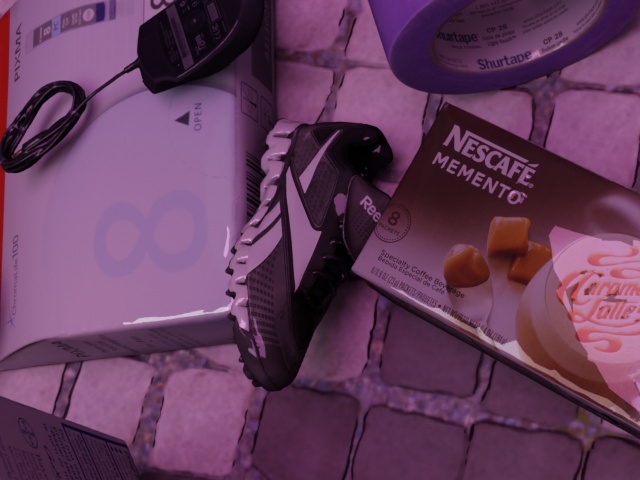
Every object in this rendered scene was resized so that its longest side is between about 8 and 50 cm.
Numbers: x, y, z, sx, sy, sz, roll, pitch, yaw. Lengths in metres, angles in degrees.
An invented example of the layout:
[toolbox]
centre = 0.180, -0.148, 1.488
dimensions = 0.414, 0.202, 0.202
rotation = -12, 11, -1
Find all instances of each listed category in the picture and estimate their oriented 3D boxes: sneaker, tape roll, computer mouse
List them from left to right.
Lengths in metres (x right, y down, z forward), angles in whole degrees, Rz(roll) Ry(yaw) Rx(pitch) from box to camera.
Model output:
[computer mouse]
centre = -0.138, -0.116, 1.408
dimensions = 0.242, 0.041, 0.071
rotation = -29, 56, 19
[sneaker]
centre = 0.000, 0.000, 1.351
dimensions = 0.106, 0.078, 0.234
rotation = -8, 48, 24
[tape roll]
centre = 0.127, -0.182, 1.329
dimensions = 0.189, 0.189, 0.080
rotation = -23, 68, 14

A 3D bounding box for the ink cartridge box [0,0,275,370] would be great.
[ink cartridge box]
centre = -0.223, -0.059, 1.487
dimensions = 0.385, 0.091, 0.308
rotation = -8, 71, 18

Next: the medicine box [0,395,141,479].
[medicine box]
centre = -0.265, 0.233, 1.252
dimensions = 0.263, 0.289, 0.149
rotation = -28, 70, 8

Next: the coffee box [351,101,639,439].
[coffee box]
centre = 0.166, 0.026, 1.300
dimensions = 0.246, 0.098, 0.141
rotation = 29, 87, 26
